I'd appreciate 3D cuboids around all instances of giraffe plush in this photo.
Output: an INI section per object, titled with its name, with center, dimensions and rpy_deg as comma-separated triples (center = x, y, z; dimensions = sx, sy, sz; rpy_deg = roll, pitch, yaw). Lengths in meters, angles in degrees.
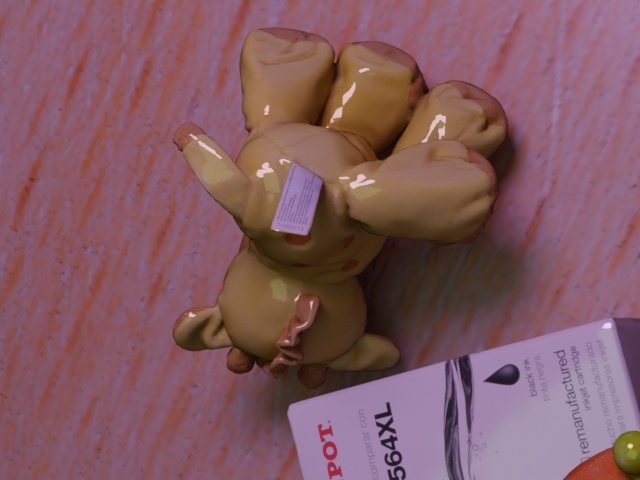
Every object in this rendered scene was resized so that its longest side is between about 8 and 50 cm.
[giraffe plush]
center = 0.000, 0.000, 0.918
dimensions = 0.181, 0.210, 0.171
rpy_deg = 26, 131, 14

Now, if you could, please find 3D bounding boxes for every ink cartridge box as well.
[ink cartridge box]
center = 0.099, 0.140, 0.890
dimensions = 0.203, 0.086, 0.148
rpy_deg = -18, 80, 22

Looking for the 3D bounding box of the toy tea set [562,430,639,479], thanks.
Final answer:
[toy tea set]
center = 0.170, 0.220, 0.782
dimensions = 0.124, 0.200, 0.336
rpy_deg = -95, 24, -50
